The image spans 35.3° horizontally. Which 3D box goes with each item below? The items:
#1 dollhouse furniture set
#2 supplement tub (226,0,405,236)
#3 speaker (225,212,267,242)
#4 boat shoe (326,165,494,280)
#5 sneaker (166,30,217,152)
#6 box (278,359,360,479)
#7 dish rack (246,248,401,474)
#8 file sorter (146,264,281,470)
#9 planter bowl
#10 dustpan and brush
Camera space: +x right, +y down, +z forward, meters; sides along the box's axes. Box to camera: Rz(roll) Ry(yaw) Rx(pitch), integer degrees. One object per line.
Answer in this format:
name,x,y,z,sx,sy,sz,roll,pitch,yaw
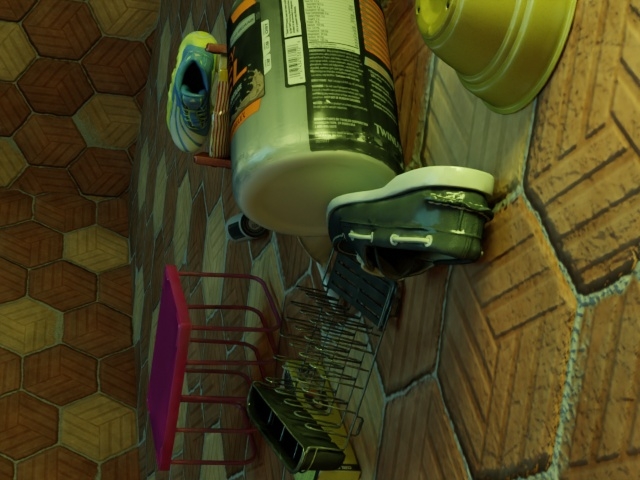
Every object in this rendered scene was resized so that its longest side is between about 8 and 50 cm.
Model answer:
dollhouse furniture set,-0.115,-0.238,1.773,0.374,0.152,0.201,-82,-1,-80
supplement tub,-0.012,-0.193,1.247,0.207,0.207,0.337,121,150,-55
speaker,-0.138,-0.027,1.874,0.136,0.055,0.055,169,105,-72
boat shoe,0.078,-0.003,1.059,0.302,0.114,0.091,150,129,-70
sneaker,-0.237,-0.248,1.799,0.126,0.091,0.240,-84,2,-58
box,-0.009,0.264,1.363,0.232,0.058,0.087,-115,34,-58
dish rack,0.005,0.134,1.251,0.208,0.074,0.271,34,107,63
file sorter,-0.186,0.220,1.742,0.202,0.182,0.290,-118,36,-59
planter bowl,0.147,-0.231,0.937,0.217,0.090,0.217,-175,90,-73
dustpan and brush,0.000,0.000,1.370,0.211,0.060,0.147,62,-162,5
